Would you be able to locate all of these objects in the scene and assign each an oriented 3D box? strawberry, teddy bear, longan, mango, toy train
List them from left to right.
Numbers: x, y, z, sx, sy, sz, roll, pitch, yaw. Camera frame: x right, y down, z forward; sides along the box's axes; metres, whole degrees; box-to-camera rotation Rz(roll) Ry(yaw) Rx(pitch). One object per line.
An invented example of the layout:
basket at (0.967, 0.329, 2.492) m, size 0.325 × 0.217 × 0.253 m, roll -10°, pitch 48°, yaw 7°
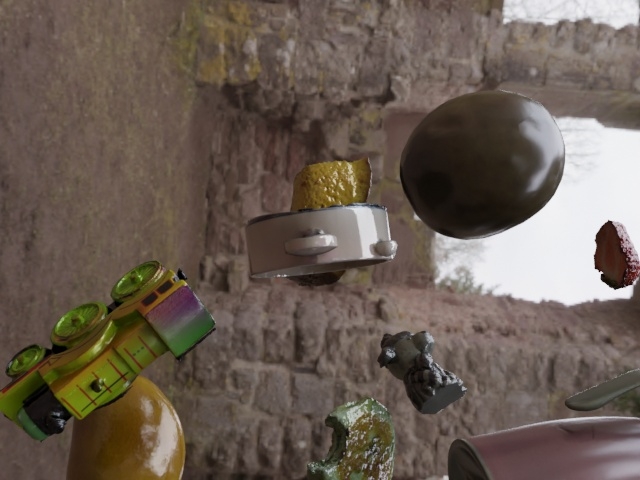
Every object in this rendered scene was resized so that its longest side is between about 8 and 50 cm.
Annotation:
toy train at (-0.287, 0.146, 0.882) m, size 0.160 × 0.296 × 0.100 m, roll 27°, pitch -28°, yaw 54°
mango at (-0.302, 0.326, 1.047) m, size 0.139 × 0.175 × 0.254 m, roll 131°, pitch -37°, yaw -51°
teddy bear at (0.232, 0.305, 1.639) m, size 0.144 × 0.251 × 0.171 m, roll -51°, pitch 155°, yaw 18°
longan at (0.182, -0.084, 0.763) m, size 0.189 × 0.189 × 0.189 m, roll -176°, pitch -90°, yaw -89°
strawberry at (0.710, 0.029, 1.589) m, size 0.146 × 0.082 × 0.187 m, roll -133°, pitch -154°, yaw -64°

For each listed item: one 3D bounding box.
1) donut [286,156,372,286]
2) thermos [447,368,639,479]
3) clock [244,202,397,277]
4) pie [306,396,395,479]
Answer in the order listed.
donut at (-0.028, -0.001, 1.083) m, size 0.295 × 0.112 × 0.151 m, roll 128°, pitch -33°, yaw -47°
thermos at (0.266, 0.218, 0.618) m, size 0.146 × 0.265 × 0.176 m, roll -138°, pitch -143°, yaw -76°
clock at (0.000, 0.000, 0.696) m, size 0.229 × 0.155 × 0.063 m, roll 33°, pitch 49°, yaw -82°
pie at (0.085, 0.516, 1.574) m, size 0.302 × 0.067 × 0.303 m, roll -7°, pitch 99°, yaw -49°
